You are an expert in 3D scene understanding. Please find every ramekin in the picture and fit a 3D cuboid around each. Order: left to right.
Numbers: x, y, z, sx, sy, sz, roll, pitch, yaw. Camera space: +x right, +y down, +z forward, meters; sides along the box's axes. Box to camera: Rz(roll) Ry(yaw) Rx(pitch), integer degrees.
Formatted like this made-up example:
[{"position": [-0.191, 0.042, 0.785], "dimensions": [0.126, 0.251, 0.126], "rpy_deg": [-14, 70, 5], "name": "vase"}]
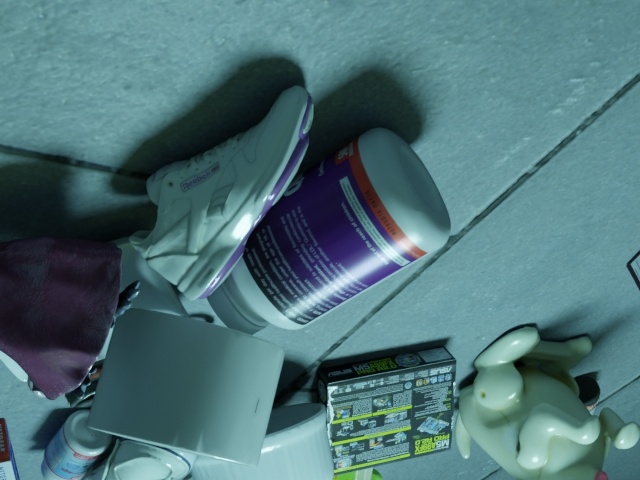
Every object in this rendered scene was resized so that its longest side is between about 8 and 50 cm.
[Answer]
[{"position": [-0.108, 0.404, 1.852], "dimensions": [0.277, 0.135, 0.277], "rpy_deg": [-15, -179, 0], "name": "ramekin"}]

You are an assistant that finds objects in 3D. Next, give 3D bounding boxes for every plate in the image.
[{"position": [-0.346, 0.093, 1.439], "dimensions": [0.278, 0.045, 0.277], "rpy_deg": [-18, 148, -2], "name": "plate"}]

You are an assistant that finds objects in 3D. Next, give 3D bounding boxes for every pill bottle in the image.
[{"position": [-0.437, 0.373, 1.784], "dimensions": [0.087, 0.087, 0.160], "rpy_deg": [6, 141, -35], "name": "pill bottle"}, {"position": [0.000, 0.000, 1.351], "dimensions": [0.323, 0.181, 0.181], "rpy_deg": [-31, 147, 19], "name": "pill bottle"}]

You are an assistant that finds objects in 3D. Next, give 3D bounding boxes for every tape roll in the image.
[{"position": [-0.185, 0.207, 1.399], "dimensions": [0.246, 0.169, 0.246], "rpy_deg": [14, 167, 3], "name": "tape roll"}]

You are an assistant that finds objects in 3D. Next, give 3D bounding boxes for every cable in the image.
[{"position": [-0.298, 0.186, 1.578], "dimensions": [0.287, 0.072, 0.139], "rpy_deg": [-25, 180, -4], "name": "cable"}]

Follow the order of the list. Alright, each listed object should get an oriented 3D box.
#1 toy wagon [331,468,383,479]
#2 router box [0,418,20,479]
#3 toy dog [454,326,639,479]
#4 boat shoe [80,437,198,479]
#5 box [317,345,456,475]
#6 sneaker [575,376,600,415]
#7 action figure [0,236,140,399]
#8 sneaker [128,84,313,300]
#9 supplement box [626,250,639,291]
[{"position": [0.032, 0.459, 2.094], "dimensions": [0.267, 0.068, 0.344], "rpy_deg": [-15, 119, -43], "name": "toy wagon"}, {"position": [-0.688, 0.450, 1.773], "dimensions": [0.301, 0.082, 0.335], "rpy_deg": [-9, 147, -17], "name": "router box"}, {"position": [0.446, 0.432, 2.051], "dimensions": [0.395, 0.407, 0.285], "rpy_deg": [-37, 144, 26], "name": "toy dog"}, {"position": [-0.347, 0.430, 1.767], "dimensions": [0.136, 0.156, 0.367], "rpy_deg": [38, 143, -20], "name": "boat shoe"}, {"position": [0.128, 0.332, 1.961], "dimensions": [0.270, 0.060, 0.216], "rpy_deg": [-9, 116, -17], "name": "box"}, {"position": [0.530, 0.417, 2.381], "dimensions": [0.270, 0.090, 0.145], "rpy_deg": [-20, 147, -4], "name": "sneaker"}, {"position": [-0.419, 0.037, 1.206], "dimensions": [0.370, 0.248, 0.276], "rpy_deg": [23, 165, -20], "name": "action figure"}, {"position": [-0.125, -0.072, 1.229], "dimensions": [0.305, 0.152, 0.114], "rpy_deg": [-54, -179, 16], "name": "sneaker"}, {"position": [0.666, 0.023, 1.847], "dimensions": [0.104, 0.080, 0.188], "rpy_deg": [-4, 146, -25], "name": "supplement box"}]
